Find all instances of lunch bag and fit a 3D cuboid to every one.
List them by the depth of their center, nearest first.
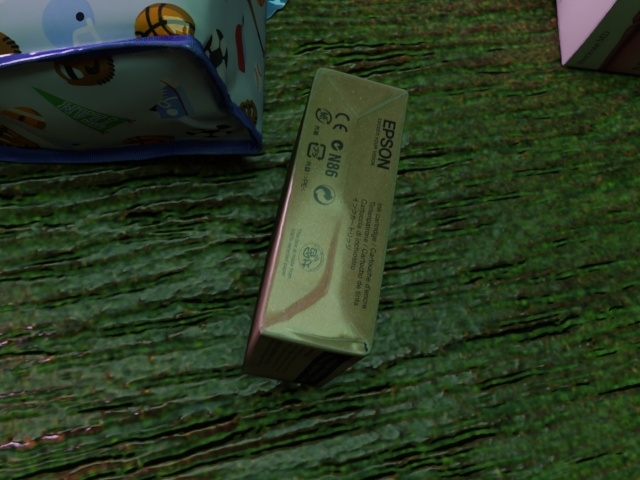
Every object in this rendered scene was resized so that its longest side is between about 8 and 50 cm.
[{"bbox_3d":[-0.260,-0.254,0.625,0.386,0.239,0.327,-2,72,11],"label":"lunch bag"}]

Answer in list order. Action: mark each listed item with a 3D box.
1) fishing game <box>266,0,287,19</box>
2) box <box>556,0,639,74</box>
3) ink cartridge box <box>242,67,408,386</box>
[{"bbox_3d":[-0.115,-0.345,0.780,0.264,0.041,0.189,-36,81,-18],"label":"fishing game"},{"bbox_3d":[0.423,-0.285,0.768,0.233,0.148,0.126,5,70,-5],"label":"box"},{"bbox_3d":[0.000,0.000,0.583,0.088,0.193,0.234,13,69,-5],"label":"ink cartridge box"}]
